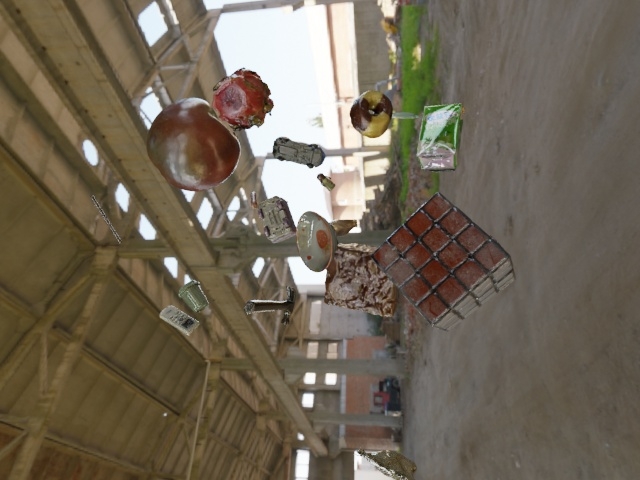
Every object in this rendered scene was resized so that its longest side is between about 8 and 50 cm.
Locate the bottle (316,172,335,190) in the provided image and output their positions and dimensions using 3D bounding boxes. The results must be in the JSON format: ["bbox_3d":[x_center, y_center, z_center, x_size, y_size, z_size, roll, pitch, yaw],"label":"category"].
[{"bbox_3d":[0.023,-0.283,2.019,0.101,0.047,0.063,42,-153,-15],"label":"bottle"}]

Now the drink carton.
[{"bbox_3d":[0.495,-0.426,1.751,0.108,0.161,0.271,50,-131,-57],"label":"drink carton"}]

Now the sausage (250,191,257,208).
[{"bbox_3d":[-0.319,-0.193,2.013,0.147,0.030,0.035,-110,21,-58],"label":"sausage"}]

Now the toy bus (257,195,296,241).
[{"bbox_3d":[-0.207,-0.101,2.032,0.202,0.142,0.142,70,-166,13],"label":"toy bus"}]

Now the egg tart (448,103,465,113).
[{"bbox_3d":[0.662,-0.631,2.117,0.129,0.129,0.049,69,-162,-66],"label":"egg tart"}]

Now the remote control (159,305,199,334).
[{"bbox_3d":[-0.700,0.391,2.086,0.087,0.190,0.029,-44,-22,-51],"label":"remote control"}]

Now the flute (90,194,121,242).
[{"bbox_3d":[-0.822,-0.076,1.622,0.269,0.014,0.014,89,-175,-51],"label":"flute"}]

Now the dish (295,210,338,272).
[{"bbox_3d":[0.000,0.000,1.763,0.260,0.085,0.260,18,112,52],"label":"dish"}]

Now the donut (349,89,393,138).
[{"bbox_3d":[0.195,-0.480,1.578,0.184,0.166,0.073,-56,3,-25],"label":"donut"}]

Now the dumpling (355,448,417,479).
[{"bbox_3d":[0.273,0.795,1.481,0.332,0.166,0.086,45,-125,-35],"label":"dumpling"}]

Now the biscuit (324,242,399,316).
[{"bbox_3d":[0.221,0.192,2.166,0.166,0.395,0.342,-25,-59,-60],"label":"biscuit"}]

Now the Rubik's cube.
[{"bbox_3d":[0.449,0.092,1.521,0.344,0.344,0.337,54,-168,29],"label":"Rubik's cube"}]

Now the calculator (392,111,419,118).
[{"bbox_3d":[0.378,-0.573,1.935,0.095,0.153,0.021,-126,33,-62],"label":"calculator"}]

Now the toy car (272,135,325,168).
[{"bbox_3d":[-0.086,-0.357,1.694,0.063,0.216,0.103,-76,-1,-60],"label":"toy car"}]

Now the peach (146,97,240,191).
[{"bbox_3d":[-0.364,-0.266,1.197,0.252,0.253,0.252,-1,-90,-82],"label":"peach"}]

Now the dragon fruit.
[{"bbox_3d":[-0.335,-0.634,1.920,0.269,0.250,0.291,56,-157,-3],"label":"dragon fruit"}]

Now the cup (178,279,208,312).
[{"bbox_3d":[-0.621,0.281,2.085,0.141,0.120,0.120,49,-177,10],"label":"cup"}]

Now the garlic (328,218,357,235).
[{"bbox_3d":[0.095,-0.077,2.189,0.198,0.129,0.090,5,-117,-48],"label":"garlic"}]

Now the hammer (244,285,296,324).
[{"bbox_3d":[-0.191,0.265,1.678,0.440,0.044,0.168,25,-102,-73],"label":"hammer"}]
